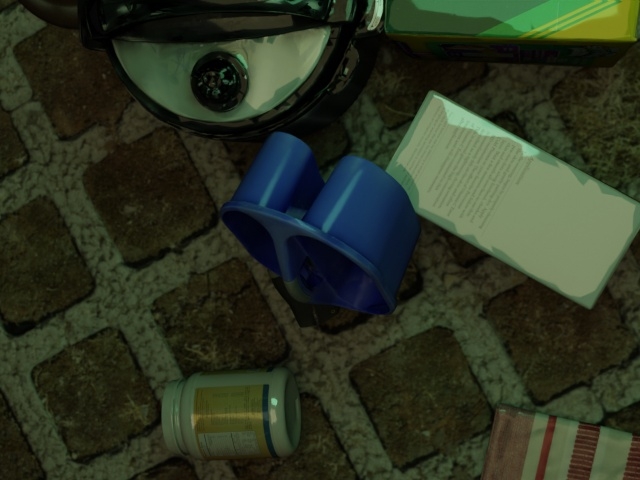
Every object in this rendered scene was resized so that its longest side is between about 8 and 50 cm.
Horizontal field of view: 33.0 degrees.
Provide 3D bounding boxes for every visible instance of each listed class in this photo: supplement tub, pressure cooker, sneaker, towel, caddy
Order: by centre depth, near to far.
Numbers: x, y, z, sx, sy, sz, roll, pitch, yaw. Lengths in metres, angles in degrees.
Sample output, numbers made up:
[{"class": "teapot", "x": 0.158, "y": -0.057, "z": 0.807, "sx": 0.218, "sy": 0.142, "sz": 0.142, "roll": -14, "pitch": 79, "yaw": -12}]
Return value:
[{"class": "caddy", "x": 0.000, "y": 0.000, "z": 1.517, "sx": 0.241, "sy": 0.341, "sz": 0.179, "roll": 21, "pitch": 75, "yaw": 22}, {"class": "pressure cooker", "x": -0.106, "y": -0.319, "z": 1.542, "sx": 0.375, "sy": 0.420, "sz": 0.370, "roll": 46, "pitch": 102, "yaw": 5}, {"class": "towel", "x": 0.416, "y": 0.404, "z": 1.702, "sx": 0.329, "sy": 0.037, "sz": 0.237, "roll": 12, "pitch": 95, "yaw": 8}, {"class": "sneaker", "x": 0.038, "y": 0.048, "z": 1.729, "sx": 0.222, "sy": 0.083, "sz": 0.118, "roll": -25, "pitch": 101, "yaw": 13}, {"class": "supplement tub", "x": -0.141, "y": 0.279, "z": 1.738, "sx": 0.200, "sy": 0.144, "sz": 0.144, "roll": -5, "pitch": 94, "yaw": 11}]

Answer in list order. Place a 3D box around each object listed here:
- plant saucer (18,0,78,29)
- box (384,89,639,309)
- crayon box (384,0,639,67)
[{"class": "plant saucer", "x": -0.399, "y": -0.504, "z": 1.772, "sx": 0.311, "sy": 0.050, "sz": 0.310, "roll": 1, "pitch": 96, "yaw": 10}, {"class": "box", "x": 0.281, "y": -0.064, "z": 1.595, "sx": 0.345, "sy": 0.215, "sz": 0.168, "roll": 30, "pitch": 99, "yaw": 6}, {"class": "crayon box", "x": 0.267, "y": -0.310, "z": 1.501, "sx": 0.313, "sy": 0.363, "sz": 0.106, "roll": 3, "pitch": 95, "yaw": 10}]
